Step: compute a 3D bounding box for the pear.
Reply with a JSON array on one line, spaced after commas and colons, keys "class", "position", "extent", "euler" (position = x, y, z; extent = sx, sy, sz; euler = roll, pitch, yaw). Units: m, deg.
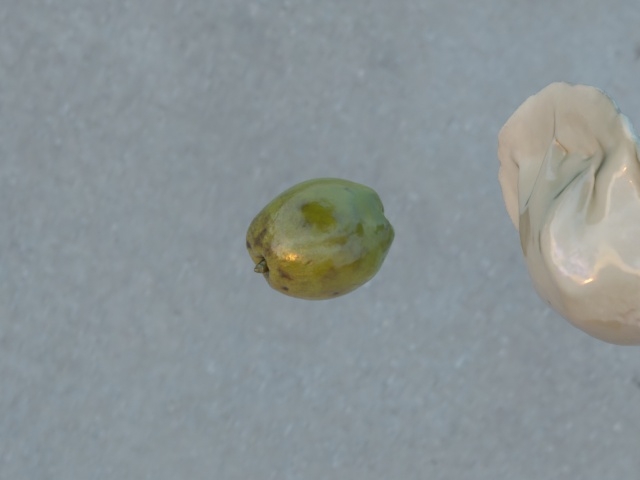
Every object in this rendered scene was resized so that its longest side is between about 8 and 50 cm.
[{"class": "pear", "position": [0.000, 0.000, 1.662], "extent": [0.131, 0.107, 0.107], "euler": [-26, 64, -10]}]

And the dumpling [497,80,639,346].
[{"class": "dumpling", "position": [0.187, -0.015, 1.190], "extent": [0.126, 0.166, 0.216], "euler": [-15, 33, 4]}]
